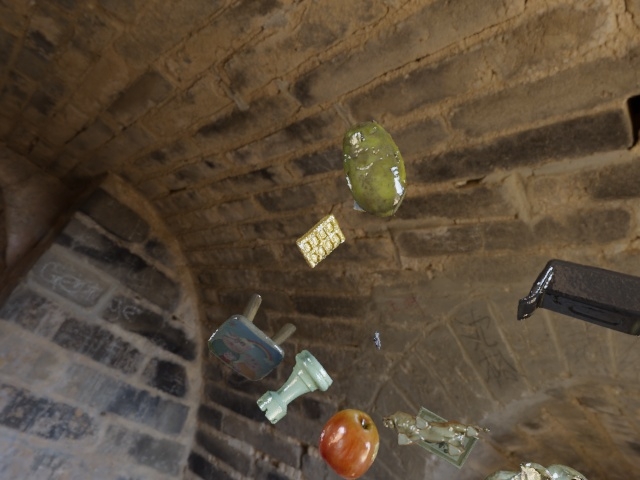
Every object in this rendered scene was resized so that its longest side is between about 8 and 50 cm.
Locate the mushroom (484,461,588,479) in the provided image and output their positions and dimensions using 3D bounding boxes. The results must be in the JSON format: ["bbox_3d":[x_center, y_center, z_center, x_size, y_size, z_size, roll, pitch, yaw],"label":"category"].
[{"bbox_3d":[0.641,0.769,1.306,0.345,0.247,0.130,-8,9,-10],"label":"mushroom"}]

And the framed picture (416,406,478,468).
[{"bbox_3d":[0.473,0.774,1.676,0.231,0.010,0.172,23,-67,18],"label":"framed picture"}]

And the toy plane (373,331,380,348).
[{"bbox_3d":[0.256,0.452,1.929,0.031,0.078,0.083,-1,-76,20],"label":"toy plane"}]

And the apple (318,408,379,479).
[{"bbox_3d":[0.126,0.847,1.797,0.242,0.241,0.242,31,6,-4],"label":"apple"}]

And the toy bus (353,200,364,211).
[{"bbox_3d":[0.193,-0.234,1.784,0.081,0.226,0.074,14,10,37],"label":"toy bus"}]

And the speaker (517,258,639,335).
[{"bbox_3d":[0.839,0.200,1.321,0.389,0.184,0.180,15,-32,32],"label":"speaker"}]

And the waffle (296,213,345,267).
[{"bbox_3d":[0.000,0.000,2.272,0.057,0.274,0.168,7,-47,57],"label":"waffle"}]

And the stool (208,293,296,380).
[{"bbox_3d":[-0.314,0.451,1.998,0.310,0.226,0.310,41,-56,-6],"label":"stool"}]

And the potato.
[{"bbox_3d":[0.131,-0.171,1.044,0.149,0.251,0.113,-24,-6,23],"label":"potato"}]

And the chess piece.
[{"bbox_3d":[-0.119,0.629,1.815,0.194,0.299,0.194,47,-17,19],"label":"chess piece"}]

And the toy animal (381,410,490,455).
[{"bbox_3d":[0.341,0.577,1.307,0.313,0.097,0.157,2,-8,14],"label":"toy animal"}]
